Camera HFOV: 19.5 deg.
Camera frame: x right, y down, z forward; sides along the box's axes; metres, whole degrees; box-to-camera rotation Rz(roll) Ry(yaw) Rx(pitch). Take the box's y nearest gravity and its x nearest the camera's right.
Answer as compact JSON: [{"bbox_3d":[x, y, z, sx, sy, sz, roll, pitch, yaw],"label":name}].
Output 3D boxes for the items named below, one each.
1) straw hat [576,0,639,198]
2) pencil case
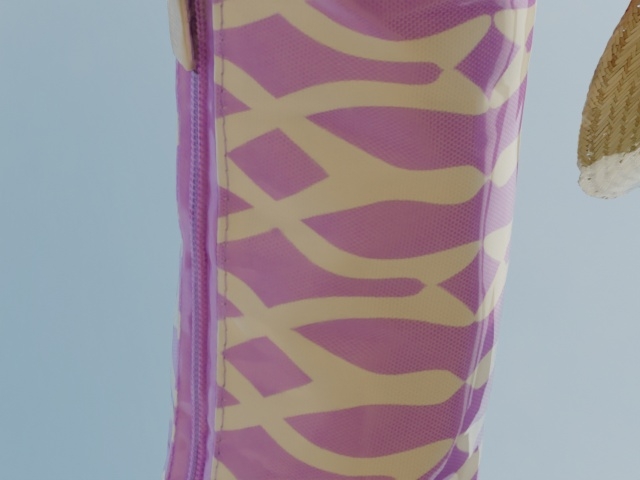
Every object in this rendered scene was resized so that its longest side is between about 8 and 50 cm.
[{"bbox_3d":[0.138,-0.050,0.519,0.061,0.144,0.144,42,-84,23],"label":"straw hat"},{"bbox_3d":[0.000,0.000,0.433,0.088,0.086,0.206,-19,-57,-34],"label":"pencil case"}]
